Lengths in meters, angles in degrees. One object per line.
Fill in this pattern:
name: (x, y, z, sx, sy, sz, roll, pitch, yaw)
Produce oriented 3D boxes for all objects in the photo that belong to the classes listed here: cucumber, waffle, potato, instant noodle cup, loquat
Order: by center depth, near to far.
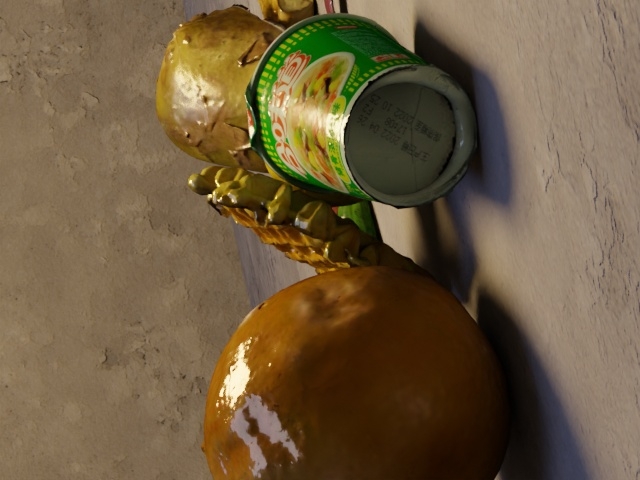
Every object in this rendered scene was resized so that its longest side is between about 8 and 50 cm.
instant noodle cup: (0.049, -0.123, 1.632, 0.232, 0.207, 0.207, -143, 42, -66)
loquat: (0.037, 0.184, 1.636, 0.328, 0.328, 0.329, 169, 90, -81)
waffle: (-0.006, -0.004, 1.822, 0.062, 0.329, 0.329, -60, 7, -6)
cucumber: (0.063, 0.032, 2.133, 0.056, 0.056, 0.250, 98, 159, -65)
potato: (-0.122, -0.196, 2.300, 0.299, 0.196, 0.246, 34, 152, 46)
waffle: (-0.064, -0.387, 2.385, 0.168, 0.057, 0.274, 90, 166, -53)

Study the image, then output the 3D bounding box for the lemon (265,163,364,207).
lemon: (0.013, -0.135, 1.860, 0.180, 0.180, 0.193, 146, 124, -80)

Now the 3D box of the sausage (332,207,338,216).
sausage: (0.015, -0.068, 2.300, 0.054, 0.059, 0.094, -15, 85, 37)

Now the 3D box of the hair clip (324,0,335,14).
hair clip: (0.018, -0.322, 2.076, 0.054, 0.022, 0.137, -115, 16, -68)
